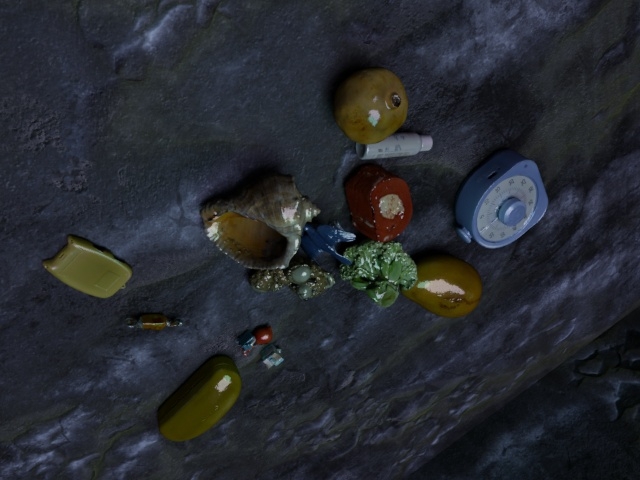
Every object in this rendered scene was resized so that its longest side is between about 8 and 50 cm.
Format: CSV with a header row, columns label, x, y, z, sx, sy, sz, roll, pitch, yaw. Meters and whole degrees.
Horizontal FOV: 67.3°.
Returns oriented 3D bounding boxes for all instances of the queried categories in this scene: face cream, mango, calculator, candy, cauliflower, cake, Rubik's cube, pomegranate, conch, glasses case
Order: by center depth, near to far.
label,x,y,z,sx,sy,sz,roll,pitch,yaw
pomegranate,0.142,-0.391,1.404,0.233,0.233,0.233,-14,126,-19
calculator,-0.672,0.089,1.415,0.157,0.033,0.236,-45,132,5
conch,-0.172,-0.065,1.474,0.353,0.210,0.296,5,110,20
candy,-0.552,0.272,1.590,0.182,0.053,0.046,7,130,-31
face cream,0.250,-0.318,1.596,0.269,0.082,0.081,-10,125,-23
cake,0.205,-0.129,1.660,0.177,0.151,0.282,-34,131,-21
cauliflower,0.210,0.123,1.756,0.276,0.250,0.272,-19,136,12
glasses case,-0.444,0.614,1.821,0.371,0.141,0.173,-44,131,6
Rubik's cube,-0.189,0.462,1.894,0.075,0.084,0.073,-29,128,14
mango,0.496,0.183,1.979,0.379,0.221,0.263,14,117,-25

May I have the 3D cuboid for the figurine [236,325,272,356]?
label,x,y,z,sx,sy,sz,roll,pitch,yaw
figurine,-0.243,0.369,1.813,0.140,0.068,0.075,-30,127,-15

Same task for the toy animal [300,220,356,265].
label,x,y,z,sx,sy,sz,roll,pitch,yaw
toy animal,0.000,0.000,1.639,0.176,0.255,0.239,-34,177,-34

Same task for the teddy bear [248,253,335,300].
label,x,y,z,sx,sy,sz,roll,pitch,yaw
teddy bear,-0.082,0.128,1.676,0.267,0.156,0.256,-15,140,35

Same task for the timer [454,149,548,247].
label,x,y,z,sx,sy,sz,roll,pitch,yaw
timer,0.707,-0.131,1.904,0.396,0.173,0.394,-15,128,-20
